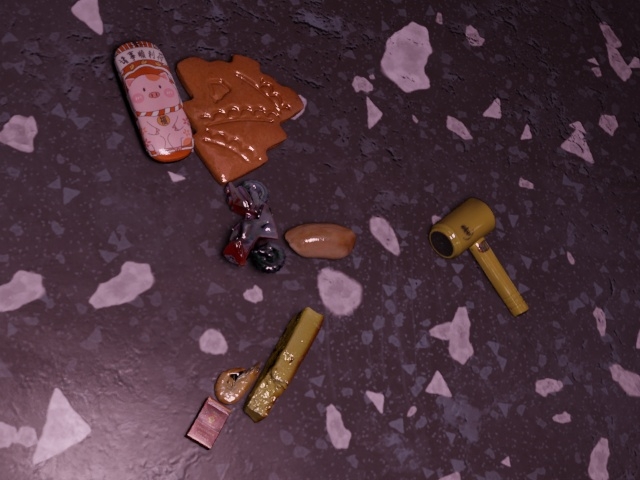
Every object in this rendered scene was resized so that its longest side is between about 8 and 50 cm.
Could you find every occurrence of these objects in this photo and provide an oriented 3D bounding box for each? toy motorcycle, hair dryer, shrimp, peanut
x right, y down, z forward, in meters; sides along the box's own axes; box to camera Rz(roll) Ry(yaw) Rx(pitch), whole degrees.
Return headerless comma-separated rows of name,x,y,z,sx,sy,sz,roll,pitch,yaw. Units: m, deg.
toy motorcycle,-0.146,-0.027,1.645,0.123,0.082,0.213,-3,60,-24
hair dryer,0.363,0.053,1.834,0.135,0.090,0.278,-35,93,-30
shrimp,-0.157,0.259,1.559,0.059,0.023,0.108,37,60,3
peanut,0.000,0.000,1.697,0.152,0.076,0.076,3,69,-17

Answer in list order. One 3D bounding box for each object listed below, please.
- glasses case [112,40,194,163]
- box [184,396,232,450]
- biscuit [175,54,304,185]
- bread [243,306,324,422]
glasses case,-0.335,-0.278,1.662,0.103,0.067,0.266,-17,78,-28
box,-0.204,0.332,1.509,0.052,0.023,0.082,34,61,-9
biscuit,-0.176,-0.254,1.735,0.284,0.043,0.306,14,66,-18
bread,-0.070,0.234,1.569,0.049,0.088,0.226,35,59,-9
